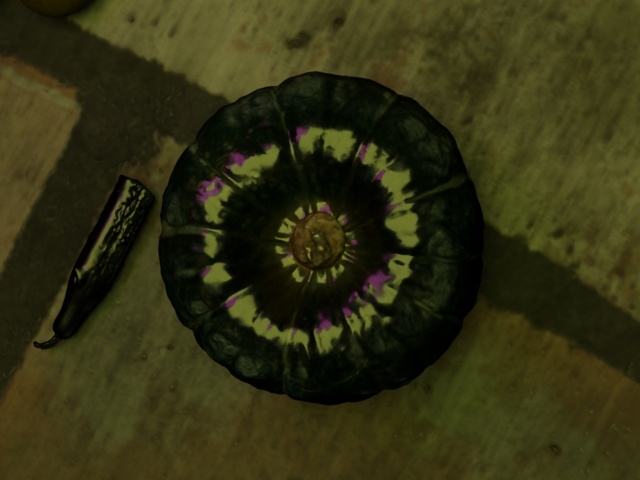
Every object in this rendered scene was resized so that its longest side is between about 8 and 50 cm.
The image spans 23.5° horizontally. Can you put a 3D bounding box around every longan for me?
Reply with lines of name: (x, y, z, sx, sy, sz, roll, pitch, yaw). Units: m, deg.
longan: (-0.220, -0.225, 1.274, 0.075, 0.075, 0.083, -32, 41, 7)

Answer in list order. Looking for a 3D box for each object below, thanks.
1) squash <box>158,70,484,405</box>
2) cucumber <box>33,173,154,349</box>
squash: (0.000, 0.000, 1.170, 0.252, 0.165, 0.252, -1, 85, 8)
cucumber: (-0.188, 0.023, 1.266, 0.043, 0.039, 0.163, 26, 90, 31)
